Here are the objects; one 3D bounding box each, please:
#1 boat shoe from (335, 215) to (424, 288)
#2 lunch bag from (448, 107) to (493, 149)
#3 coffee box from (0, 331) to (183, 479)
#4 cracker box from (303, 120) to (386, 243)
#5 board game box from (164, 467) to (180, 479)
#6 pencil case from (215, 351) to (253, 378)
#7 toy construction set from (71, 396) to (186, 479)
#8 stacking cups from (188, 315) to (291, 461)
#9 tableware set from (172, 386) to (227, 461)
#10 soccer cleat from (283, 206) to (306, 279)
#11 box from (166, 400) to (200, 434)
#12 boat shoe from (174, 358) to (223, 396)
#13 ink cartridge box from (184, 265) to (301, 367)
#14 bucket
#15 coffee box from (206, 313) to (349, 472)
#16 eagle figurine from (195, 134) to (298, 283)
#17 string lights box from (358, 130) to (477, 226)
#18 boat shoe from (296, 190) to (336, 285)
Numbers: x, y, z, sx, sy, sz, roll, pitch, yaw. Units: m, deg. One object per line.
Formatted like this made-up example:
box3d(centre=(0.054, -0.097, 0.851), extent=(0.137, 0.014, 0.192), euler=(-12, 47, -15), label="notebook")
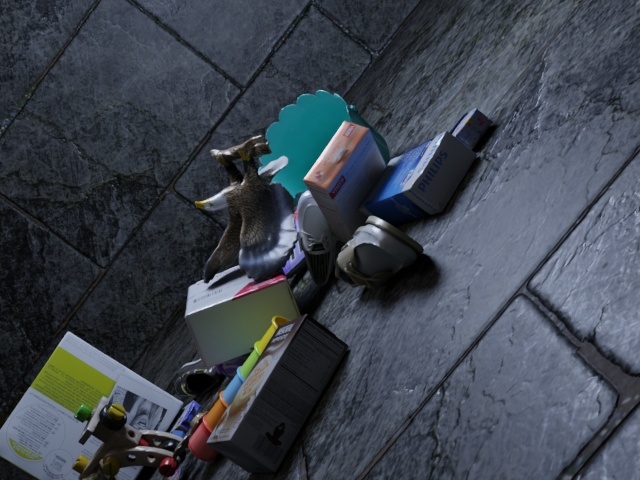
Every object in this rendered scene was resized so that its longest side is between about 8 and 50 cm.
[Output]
box3d(centre=(0.093, 0.033, 1.548), extent=(0.103, 0.113, 0.302), euler=(-55, 1, -8), label="boat shoe")
box3d(centre=(0.272, -0.201, 1.670), extent=(0.071, 0.053, 0.083), euler=(-52, 2, -5), label="lunch bag")
box3d(centre=(-0.599, 0.473, 2.292), extent=(0.334, 0.338, 0.337), euler=(-59, 8, -18), label="coffee box")
box3d(centre=(0.066, -0.108, 1.819), extent=(0.156, 0.067, 0.232), euler=(-55, -33, -17), label="cracker box")
box3d(centre=(-0.369, 0.558, 1.966), extent=(0.169, 0.033, 0.133), euler=(-49, 12, 16), label="board game box")
box3d(centre=(-0.196, 0.253, 2.062), extent=(0.088, 0.086, 0.206), euler=(-25, 11, 0), label="pencil case")
box3d(centre=(-0.454, 0.478, 1.871), extent=(0.257, 0.237, 0.309), euler=(-33, 25, 43), label="toy construction set")
box3d(centre=(-0.138, 0.298, 1.734), extent=(0.316, 0.096, 0.096), euler=(-55, 10, 12), label="stacking cups")
box3d(centre=(-0.241, 0.377, 1.852), extent=(0.168, 0.020, 0.141), euler=(-38, -20, -54), label="tableware set")
box3d(centre=(-0.031, -0.044, 2.243), extent=(0.318, 0.116, 0.108), euler=(-55, 11, -13), label="soccer cleat")
box3d(centre=(-0.343, 0.449, 2.219), extent=(0.136, 0.028, 0.081), euler=(-39, 17, 42), label="box")
box3d(centre=(-0.312, 0.349, 2.257), extent=(0.227, 0.081, 0.069), euler=(-38, 14, 45), label="boat shoe")
box3d(centre=(-0.168, 0.144, 1.966), extent=(0.226, 0.131, 0.306), euler=(-21, 9, -2), label="ink cartridge box")
box3d(centre=(0.013, -0.191, 2.090), extent=(0.281, 0.183, 0.281), euler=(-20, 57, 34), label="bucket")
box3d(centre=(-0.072, 0.259, 1.514), extent=(0.246, 0.098, 0.141), euler=(-58, 12, -25), label="coffee box")
box3d(centre=(-0.166, -0.060, 1.951), extent=(0.225, 0.298, 0.226), euler=(-9, 0, 2), label="eagle figurine")
box3d(centre=(0.177, -0.108, 1.699), extent=(0.133, 0.076, 0.259), euler=(-56, 12, -15), label="string lights box")
box3d(centre=(0.000, 0.000, 1.898), extent=(0.083, 0.226, 0.076), euler=(-7, 41, 7), label="boat shoe")
